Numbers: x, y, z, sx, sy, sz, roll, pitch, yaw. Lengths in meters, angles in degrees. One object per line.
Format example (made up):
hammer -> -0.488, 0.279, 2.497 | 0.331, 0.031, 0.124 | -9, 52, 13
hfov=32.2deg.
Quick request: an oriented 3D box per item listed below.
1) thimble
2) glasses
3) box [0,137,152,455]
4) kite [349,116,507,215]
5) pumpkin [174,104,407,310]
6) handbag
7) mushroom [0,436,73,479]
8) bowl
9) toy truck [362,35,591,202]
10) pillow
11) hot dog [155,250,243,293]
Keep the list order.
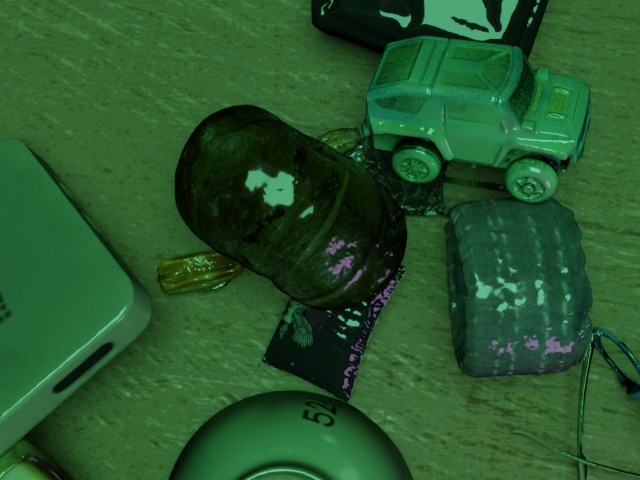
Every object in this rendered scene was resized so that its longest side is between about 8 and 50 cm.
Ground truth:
thimble -> 0.255, 0.060, 1.447 | 0.172, 0.205, 0.236 | -4, 68, -3
glasses -> 0.379, 0.248, 1.490 | 0.207, 0.102, 0.239 | -30, 84, 25
box -> -0.448, 0.086, 1.457 | 0.367, 0.090, 0.373 | -40, 59, -4
kite -> 0.179, -0.083, 1.549 | 0.285, 0.015, 0.152 | 12, 79, 2
pumpkin -> -0.048, -0.073, 1.403 | 0.325, 0.232, 0.242 | 30, 82, 28
handbag -> 0.166, -0.372, 1.510 | 0.302, 0.178, 0.275 | 20, 100, 4
mushroom -> -0.449, 0.405, 1.461 | 0.212, 0.217, 0.292 | 19, 64, 47
bowl -> -0.042, 0.369, 1.418 | 0.354, 0.185, 0.354 | 0, 83, 1
toy truck -> 0.199, -0.161, 1.411 | 0.279, 0.156, 0.155 | 10, 52, 16
pillow -> 0.015, 0.098, 1.498 | 0.141, 0.055, 0.208 | 26, 100, 11
hot dog -> -0.165, 0.044, 1.537 | 0.133, 0.041, 0.056 | -11, 83, 8
